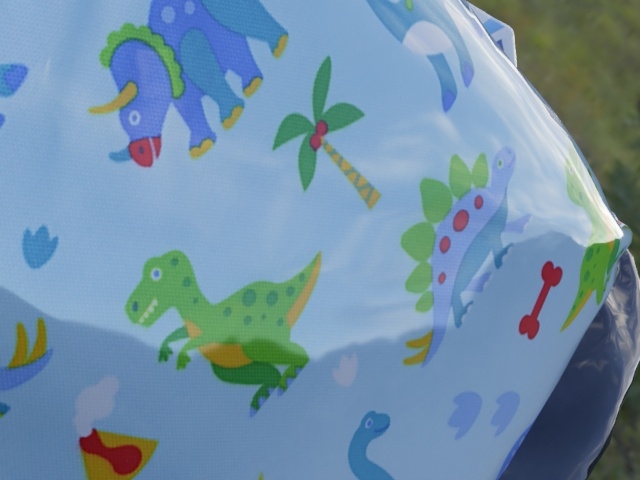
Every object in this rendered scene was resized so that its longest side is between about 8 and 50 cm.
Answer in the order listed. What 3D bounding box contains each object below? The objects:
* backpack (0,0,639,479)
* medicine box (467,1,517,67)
[{"bbox_3d":[-0.066,-0.005,0.482,0.355,0.290,0.273,48,-17,-22],"label":"backpack"},{"bbox_3d":[0.000,0.000,1.125,0.149,0.263,0.289,38,-30,45],"label":"medicine box"}]
